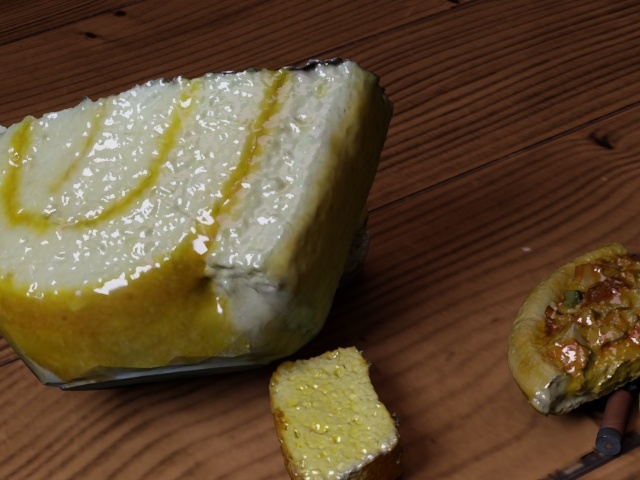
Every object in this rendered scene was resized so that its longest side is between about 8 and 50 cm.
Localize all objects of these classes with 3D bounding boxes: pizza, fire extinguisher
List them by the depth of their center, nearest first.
[{"bbox_3d":[0.257,0.149,1.063,0.028,0.022,0.083,-35,12,38],"label":"fire extinguisher"},{"bbox_3d":[0.271,0.069,1.135,0.197,0.058,0.292,-1,26,32],"label":"pizza"}]

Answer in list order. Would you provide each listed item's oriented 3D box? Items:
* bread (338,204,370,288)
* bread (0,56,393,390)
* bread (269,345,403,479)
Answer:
[{"bbox_3d":[0.000,0.004,1.326,0.110,0.156,0.103,39,54,12],"label":"bread"},{"bbox_3d":[-0.115,0.006,1.148,0.395,0.239,0.264,-10,69,17],"label":"bread"},{"bbox_3d":[0.013,0.166,1.074,0.103,0.065,0.187,-17,27,-8],"label":"bread"}]
